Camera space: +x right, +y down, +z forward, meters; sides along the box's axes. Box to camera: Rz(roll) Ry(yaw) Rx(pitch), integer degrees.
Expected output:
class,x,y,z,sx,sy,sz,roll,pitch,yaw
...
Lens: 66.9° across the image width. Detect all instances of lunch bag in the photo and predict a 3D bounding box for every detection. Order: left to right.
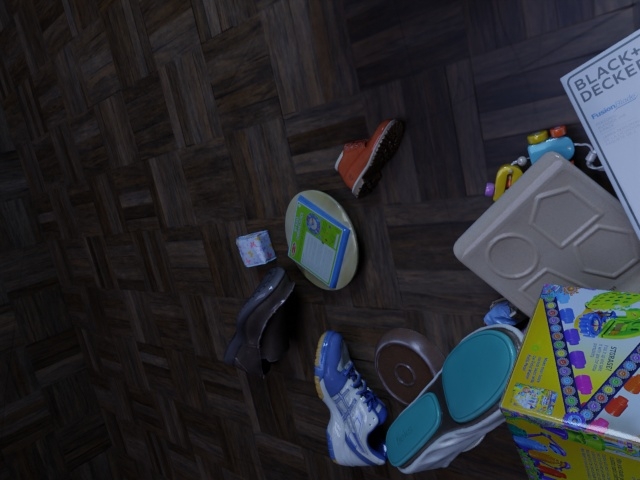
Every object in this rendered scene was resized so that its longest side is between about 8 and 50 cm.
class,x,y,z,sx,sy,sz,roll,pitch,yaw
lunch bag,-0.150,0.019,1.103,0.083,0.053,0.071,-13,99,35

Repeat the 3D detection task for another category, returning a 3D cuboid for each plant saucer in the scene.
class,x,y,z,sx,sy,sz,roll,pitch,yaw
plant saucer,0.166,0.249,0.915,0.168,0.029,0.168,18,118,37

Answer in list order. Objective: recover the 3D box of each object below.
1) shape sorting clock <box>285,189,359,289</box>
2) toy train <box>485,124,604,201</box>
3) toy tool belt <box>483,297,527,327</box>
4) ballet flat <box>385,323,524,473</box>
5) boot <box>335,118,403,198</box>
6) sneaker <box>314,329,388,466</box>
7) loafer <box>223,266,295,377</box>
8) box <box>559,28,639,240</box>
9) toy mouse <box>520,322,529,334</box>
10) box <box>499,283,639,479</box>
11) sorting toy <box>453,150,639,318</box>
class,x,y,z,sx,sy,sz,roll,pitch,yaw
shape sorting clock,0.000,0.000,0.962,0.206,0.040,0.206,22,123,37
toy train,0.300,-0.074,0.656,0.125,0.046,0.166,33,121,5
toy tool belt,0.276,0.120,0.744,0.052,0.051,0.083,55,134,13
ballet flat,0.243,0.268,0.789,0.139,0.139,0.400,45,134,21
boot,0.076,-0.154,0.823,0.084,0.059,0.158,52,134,22
sneaker,0.074,0.321,0.994,0.131,0.112,0.296,-6,104,26
loafer,-0.116,0.196,1.107,0.130,0.134,0.366,30,138,3
box,0.398,-0.088,0.500,0.169,0.087,0.290,-29,79,48
toy mouse,0.342,0.157,0.711,0.161,0.031,0.143,13,115,39
box,0.384,0.220,0.516,0.279,0.177,0.290,5,136,41
sorting toy,0.316,0.014,0.645,0.208,0.038,0.193,42,122,6
